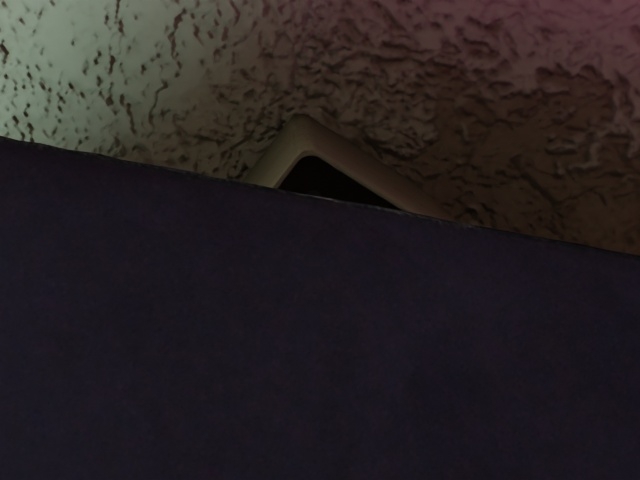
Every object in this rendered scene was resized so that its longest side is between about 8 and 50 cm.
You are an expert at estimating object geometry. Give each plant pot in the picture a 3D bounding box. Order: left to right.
[{"bbox_3d":[0.000,0.000,0.854,0.109,0.096,0.109,31,111,-21],"label":"plant pot"}]

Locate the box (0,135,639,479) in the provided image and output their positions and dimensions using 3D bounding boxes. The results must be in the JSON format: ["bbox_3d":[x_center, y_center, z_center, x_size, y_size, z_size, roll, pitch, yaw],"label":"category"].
[{"bbox_3d":[-0.003,0.198,0.723,0.480,0.297,0.472,10,161,-12],"label":"box"}]
